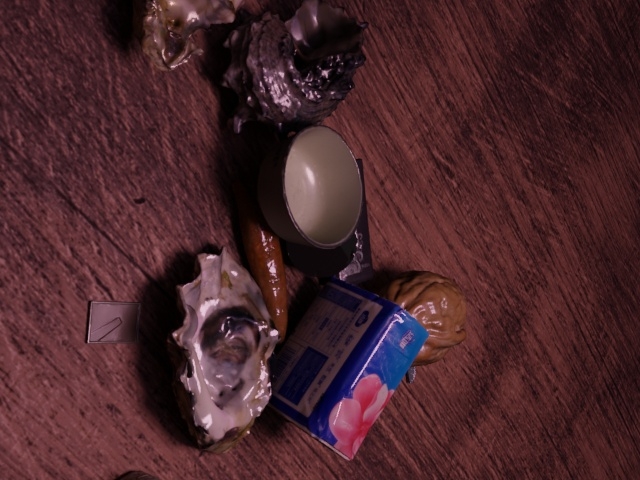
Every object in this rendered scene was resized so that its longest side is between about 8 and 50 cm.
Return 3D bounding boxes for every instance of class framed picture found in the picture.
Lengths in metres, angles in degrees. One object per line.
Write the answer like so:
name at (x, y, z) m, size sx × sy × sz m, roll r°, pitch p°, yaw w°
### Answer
framed picture at (-0.319, 0.127, 1.305) m, size 0.089 × 0.007 × 0.066 m, roll 5°, pitch 87°, yaw -44°

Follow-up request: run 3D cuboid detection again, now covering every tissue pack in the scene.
tissue pack at (0.037, 0.220, 1.491) m, size 0.269 × 0.209 × 0.137 m, roll -57°, pitch 134°, yaw -13°

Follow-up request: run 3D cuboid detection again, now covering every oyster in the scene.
oyster at (-0.214, -0.416, 1.339) m, size 0.271 × 0.100 × 0.275 m, roll -27°, pitch 97°, yaw -43°
oyster at (-0.171, 0.191, 1.387) m, size 0.238 × 0.115 × 0.351 m, roll -16°, pitch 107°, yaw -52°

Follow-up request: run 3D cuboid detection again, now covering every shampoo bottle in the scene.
shampoo bottle at (0.044, 0.001, 1.621) m, size 0.098 × 0.071 × 0.309 m, roll -14°, pitch 103°, yaw -41°

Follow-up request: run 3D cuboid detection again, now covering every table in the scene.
table at (0.000, 0.000, 1.544) m, size 0.134 × 0.043 × 0.133 m, roll -1°, pitch 98°, yaw -8°

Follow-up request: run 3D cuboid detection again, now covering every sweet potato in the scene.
sweet potato at (-0.093, 0.044, 1.490) m, size 0.072 × 0.066 × 0.314 m, roll -22°, pitch 109°, yaw -25°

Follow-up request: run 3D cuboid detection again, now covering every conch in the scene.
conch at (-0.054, -0.309, 1.467) m, size 0.313 × 0.186 × 0.240 m, roll -37°, pitch 104°, yaw -20°

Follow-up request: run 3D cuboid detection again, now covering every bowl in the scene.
bowl at (-0.031, -0.085, 1.438) m, size 0.211 × 0.112 × 0.211 m, roll 10°, pitch 77°, yaw -48°

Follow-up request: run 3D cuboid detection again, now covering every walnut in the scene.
walnut at (0.193, 0.154, 1.673) m, size 0.245 × 0.198 × 0.198 m, roll 3°, pitch 88°, yaw -56°

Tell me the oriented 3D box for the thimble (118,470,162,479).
thimble at (-0.279, 0.418, 1.293) m, size 0.115 × 0.090 × 0.102 m, roll -46°, pitch 118°, yaw -32°

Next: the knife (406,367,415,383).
knife at (0.179, 0.202, 1.794) m, size 0.028 × 0.015 × 0.210 m, roll -22°, pitch 105°, yaw -46°
